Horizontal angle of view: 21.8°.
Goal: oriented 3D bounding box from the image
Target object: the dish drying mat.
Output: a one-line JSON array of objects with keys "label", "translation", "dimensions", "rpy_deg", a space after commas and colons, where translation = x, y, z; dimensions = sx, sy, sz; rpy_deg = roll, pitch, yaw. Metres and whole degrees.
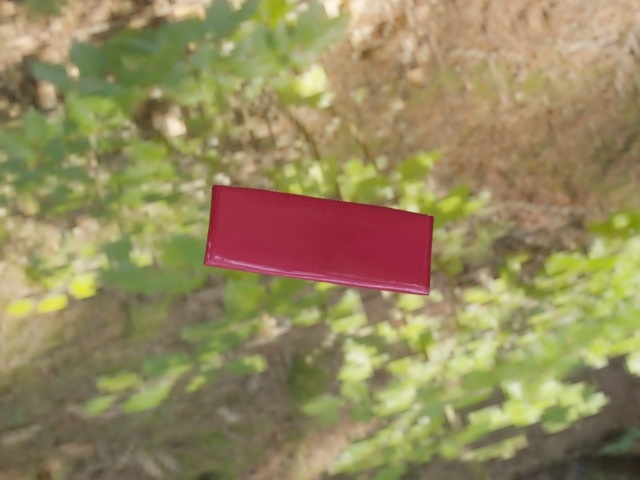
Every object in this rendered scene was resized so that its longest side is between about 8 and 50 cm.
[{"label": "dish drying mat", "translation": [0.000, 0.000, 0.607], "dimensions": [0.083, 0.032, 0.008], "rpy_deg": [8, 160, -10]}]
